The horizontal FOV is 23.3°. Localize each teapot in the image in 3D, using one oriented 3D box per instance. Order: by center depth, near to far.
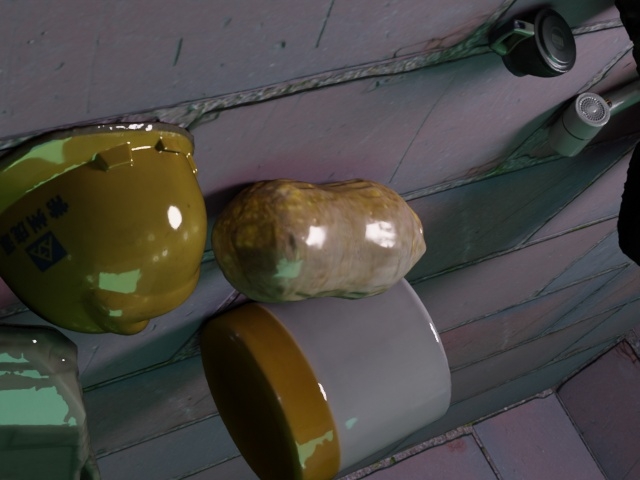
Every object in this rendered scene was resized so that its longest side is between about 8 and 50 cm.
[{"bbox_3d":[0.201,-0.188,1.496,0.088,0.066,0.057,17,153,-40],"label":"teapot"}]

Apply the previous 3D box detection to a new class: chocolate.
[{"bbox_3d":[0.000,0.000,1.597,0.134,0.134,0.309,-39,160,30],"label":"chocolate"}]

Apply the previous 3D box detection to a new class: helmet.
[{"bbox_3d":[-0.177,0.009,1.293,0.205,0.140,0.257,-35,166,19],"label":"helmet"}]

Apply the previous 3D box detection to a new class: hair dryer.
[{"bbox_3d":[0.342,-0.157,1.873,0.137,0.047,0.082,-30,167,-27],"label":"hair dryer"}]

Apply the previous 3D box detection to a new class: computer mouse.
[{"bbox_3d":[-0.322,0.175,1.412,0.228,0.145,0.429,-12,150,-13],"label":"computer mouse"}]

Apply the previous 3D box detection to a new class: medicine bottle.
[{"bbox_3d":[0.005,0.163,1.906,0.232,0.238,0.238,-24,164,-22],"label":"medicine bottle"}]

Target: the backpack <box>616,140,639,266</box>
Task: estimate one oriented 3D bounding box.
[{"bbox_3d":[0.558,-0.116,2.004,0.363,0.255,0.445,-18,147,-39],"label":"backpack"}]

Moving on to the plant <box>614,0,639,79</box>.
[{"bbox_3d":[0.424,-0.242,1.536,0.256,0.164,0.142,-19,165,5],"label":"plant"}]
